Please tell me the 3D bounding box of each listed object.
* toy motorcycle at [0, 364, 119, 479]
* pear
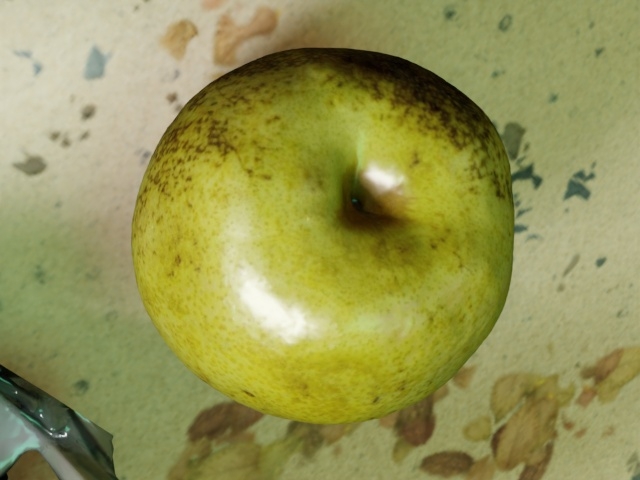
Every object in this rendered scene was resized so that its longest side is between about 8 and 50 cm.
[{"bbox_3d":[-0.158,0.143,0.947,0.143,0.188,0.327,-45,135,-8],"label":"toy motorcycle"},{"bbox_3d":[0.000,0.000,0.980,0.197,0.197,0.197,-19,128,-26],"label":"pear"}]
